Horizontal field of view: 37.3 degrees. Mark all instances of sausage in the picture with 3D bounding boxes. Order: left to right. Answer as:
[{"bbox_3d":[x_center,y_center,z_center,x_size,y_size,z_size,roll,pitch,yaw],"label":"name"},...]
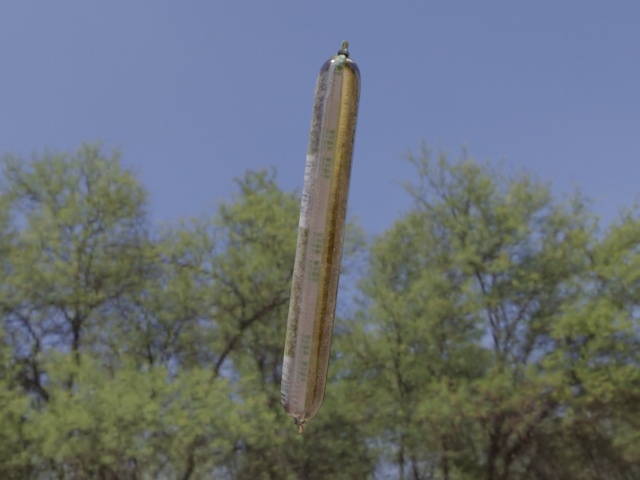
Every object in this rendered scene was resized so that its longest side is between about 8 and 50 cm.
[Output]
[{"bbox_3d":[0.000,0.000,0.642,0.033,0.269,0.033,7,6,-1],"label":"sausage"}]
